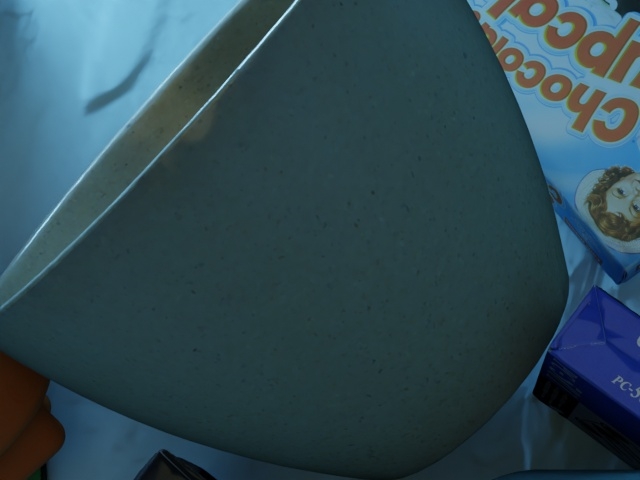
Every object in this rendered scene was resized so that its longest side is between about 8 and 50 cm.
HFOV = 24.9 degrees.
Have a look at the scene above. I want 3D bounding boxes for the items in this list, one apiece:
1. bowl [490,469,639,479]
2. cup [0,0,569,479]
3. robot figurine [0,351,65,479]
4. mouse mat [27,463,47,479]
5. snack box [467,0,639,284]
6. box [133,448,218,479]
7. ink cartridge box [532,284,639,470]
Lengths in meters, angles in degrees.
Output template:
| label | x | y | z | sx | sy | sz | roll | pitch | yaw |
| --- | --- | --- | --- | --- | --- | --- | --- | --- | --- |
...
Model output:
| label | x | y | z | sx | sy | sz | roll | pitch | yaw |
| --- | --- | --- | --- | --- | --- | --- | --- | --- | --- |
| bowl | 0.128 | 0.245 | 0.759 | 0.163 | 0.311 | 0.311 | 18 | 78 | 47 |
| cup | 0.000 | 0.000 | 0.825 | 0.237 | 0.331 | 0.331 | 43 | 85 | -12 |
| robot figurine | -0.252 | 0.065 | 0.870 | 0.128 | 0.219 | 0.158 | -21 | 35 | 29 |
| mouse mat | -0.250 | 0.188 | 0.942 | 0.152 | 0.007 | 0.190 | -6 | 78 | 4 |
| snack box | 0.166 | -0.153 | 0.944 | 0.187 | 0.060 | 0.322 | -38 | 77 | -2 |
| box | -0.097 | 0.269 | 0.840 | 0.163 | 0.142 | 0.247 | 36 | 82 | 13 |
| ink cartridge box | 0.174 | 0.087 | 0.816 | 0.097 | 0.207 | 0.046 | 37 | 84 | 12 |
